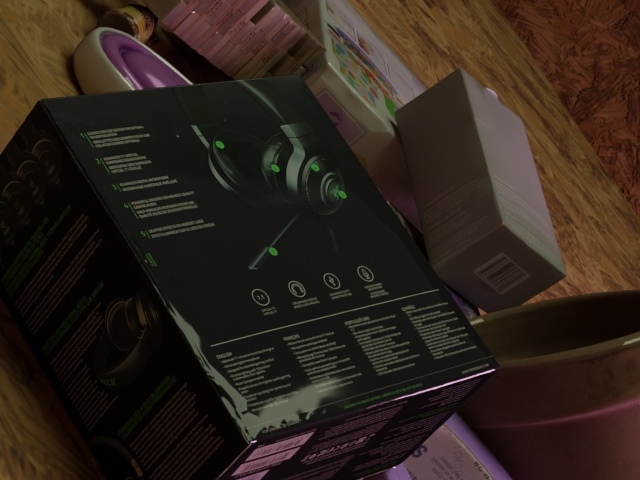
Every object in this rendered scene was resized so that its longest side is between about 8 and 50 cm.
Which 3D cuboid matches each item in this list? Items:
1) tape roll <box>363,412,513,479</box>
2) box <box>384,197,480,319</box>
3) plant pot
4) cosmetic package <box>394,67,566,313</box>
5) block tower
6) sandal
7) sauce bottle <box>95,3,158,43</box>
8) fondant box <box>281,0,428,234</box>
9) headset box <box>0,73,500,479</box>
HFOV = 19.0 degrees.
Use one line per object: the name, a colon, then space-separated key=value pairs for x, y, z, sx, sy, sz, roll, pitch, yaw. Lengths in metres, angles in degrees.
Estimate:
tape roll: x=0.080 y=0.221 z=1.456 sx=0.275 sy=0.090 sz=0.275 roll=47 pitch=15 yaw=-17
box: x=0.094 y=0.072 z=1.903 sx=0.201 sy=0.057 sz=0.293 roll=43 pitch=17 yaw=-28
plant pot: x=0.223 y=0.182 z=1.674 sx=0.263 sy=0.263 sz=0.229 roll=-36 pitch=114 yaw=-75
cosmetic package: x=0.167 y=-0.052 z=2.025 sx=0.127 sy=0.107 sz=0.238 roll=36 pitch=28 yaw=-38
block tower: x=-0.100 y=-0.233 z=1.905 sx=0.097 sy=0.091 sz=0.335 roll=48 pitch=6 yaw=21
sandal: x=-0.030 y=-0.060 z=1.676 sx=0.416 sy=0.102 sz=0.169 roll=35 pitch=22 yaw=-19
sauce bottle: x=-0.178 y=-0.201 z=1.786 sx=0.042 sy=0.042 sz=0.128 roll=49 pitch=13 yaw=-7
fondant box: x=0.045 y=-0.155 z=2.222 sx=0.238 sy=0.096 sz=0.330 roll=46 pitch=15 yaw=-21
headset box: x=-0.066 y=0.028 z=1.258 sx=0.246 sy=0.131 sz=0.283 roll=-12 pitch=62 yaw=-48
